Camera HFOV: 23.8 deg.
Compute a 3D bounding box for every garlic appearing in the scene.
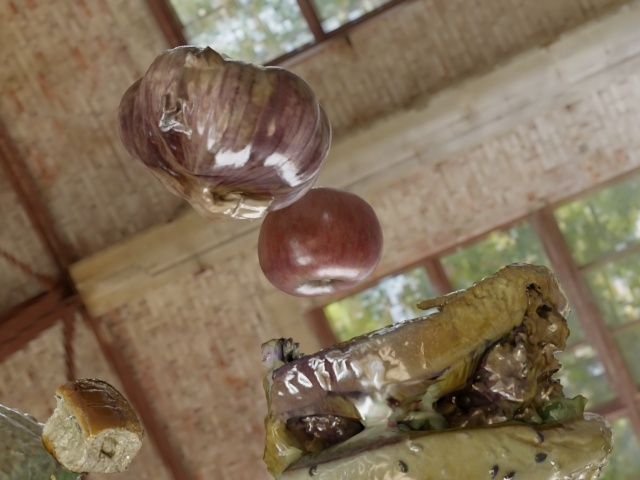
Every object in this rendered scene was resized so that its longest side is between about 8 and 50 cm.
[{"bbox_3d":[-0.109,-0.104,1.616,0.245,0.245,0.160,32,-110,-55],"label":"garlic"}]

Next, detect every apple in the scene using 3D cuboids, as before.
[{"bbox_3d":[0.000,0.000,1.831,0.153,0.153,0.120,27,-128,-58],"label":"apple"}]

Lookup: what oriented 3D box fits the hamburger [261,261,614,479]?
[{"bbox_3d":[0.091,0.142,1.246,0.318,0.277,0.195,27,-132,-75],"label":"hamburger"}]

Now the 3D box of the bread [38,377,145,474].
[{"bbox_3d":[-0.222,0.184,1.491,0.070,0.077,0.083,35,-167,36],"label":"bread"}]

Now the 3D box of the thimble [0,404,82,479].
[{"bbox_3d":[-0.358,0.279,1.606,0.150,0.219,0.219,-21,-93,-54],"label":"thimble"}]
